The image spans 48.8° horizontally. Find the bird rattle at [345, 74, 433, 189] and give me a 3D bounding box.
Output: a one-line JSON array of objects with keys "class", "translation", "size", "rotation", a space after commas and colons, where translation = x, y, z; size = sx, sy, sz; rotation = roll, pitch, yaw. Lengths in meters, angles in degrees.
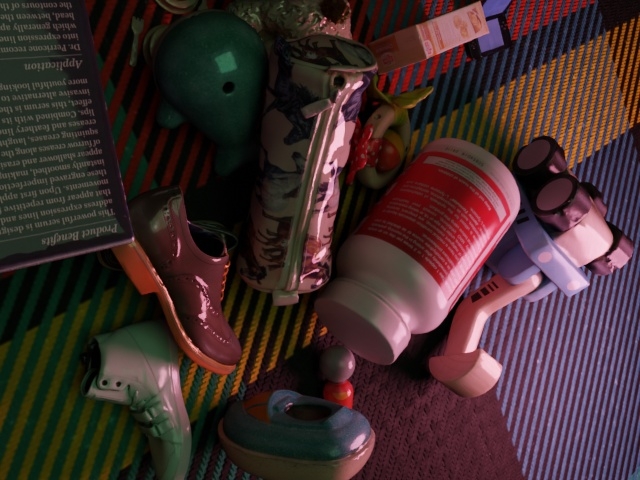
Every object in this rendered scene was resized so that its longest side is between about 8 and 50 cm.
[{"class": "bird rattle", "translation": [0.116, -0.182, 1.309], "size": [0.254, 0.143, 0.207], "rotation": [-63, 151, -28]}]

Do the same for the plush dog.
[{"class": "plush dog", "translation": [-0.013, -0.314, 1.213], "size": [0.262, 0.210, 0.226], "rotation": [-31, 132, -30]}]

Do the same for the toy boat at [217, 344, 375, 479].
[{"class": "toy boat", "translation": [-0.021, 0.286, 1.189], "size": [0.318, 0.267, 0.148], "rotation": [-21, 112, -64]}]

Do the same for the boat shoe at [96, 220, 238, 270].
[{"class": "boat shoe", "translation": [-0.234, 0.003, 1.108], "size": [0.223, 0.073, 0.080], "rotation": [-6, 93, -35]}]

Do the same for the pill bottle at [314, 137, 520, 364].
[{"class": "pill bottle", "translation": [0.176, 0.019, 1.301], "size": [0.408, 0.229, 0.229], "rotation": [-49, 116, -25]}]

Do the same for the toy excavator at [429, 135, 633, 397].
[{"class": "toy excavator", "translation": [0.408, 0.068, 1.486], "size": [0.222, 0.445, 0.433], "rotation": [37, 28, -28]}]

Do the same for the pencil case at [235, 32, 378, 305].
[{"class": "pencil case", "translation": [-0.029, -0.108, 1.102], "size": [0.159, 0.184, 0.411], "rotation": [10, 116, -5]}]

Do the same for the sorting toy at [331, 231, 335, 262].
[{"class": "sorting toy", "translation": [0.000, 0.000, 1.282], "size": [0.042, 0.061, 0.102], "rotation": [-66, 165, -49]}]

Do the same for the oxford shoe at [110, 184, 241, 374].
[{"class": "oxford shoe", "translation": [-0.181, 0.072, 1.052], "size": [0.132, 0.130, 0.364], "rotation": [-30, 134, -5]}]

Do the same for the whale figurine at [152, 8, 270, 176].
[{"class": "whale figurine", "translation": [-0.148, -0.216, 1.098], "size": [0.216, 0.141, 0.272], "rotation": [-24, 127, -12]}]

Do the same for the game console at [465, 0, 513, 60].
[{"class": "game console", "translation": [0.384, -0.473, 1.533], "size": [0.144, 0.085, 0.124], "rotation": [-25, 104, -32]}]

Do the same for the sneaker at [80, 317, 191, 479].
[{"class": "sneaker", "translation": [-0.285, 0.253, 1.058], "size": [0.151, 0.094, 0.256], "rotation": [-5, 83, -41]}]

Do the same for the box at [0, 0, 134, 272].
[{"class": "box", "translation": [-0.408, -0.165, 0.854], "size": [0.211, 0.293, 0.396], "rotation": [-14, 98, -34]}]

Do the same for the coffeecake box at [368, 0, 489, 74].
[{"class": "coffeecake box", "translation": [0.211, -0.395, 1.377], "size": [0.185, 0.142, 0.068], "rotation": [-29, 106, -32]}]

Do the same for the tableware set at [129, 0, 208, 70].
[{"class": "tableware set", "translation": [-0.233, -0.358, 1.130], "size": [0.128, 0.039, 0.194], "rotation": [6, 86, -35]}]
